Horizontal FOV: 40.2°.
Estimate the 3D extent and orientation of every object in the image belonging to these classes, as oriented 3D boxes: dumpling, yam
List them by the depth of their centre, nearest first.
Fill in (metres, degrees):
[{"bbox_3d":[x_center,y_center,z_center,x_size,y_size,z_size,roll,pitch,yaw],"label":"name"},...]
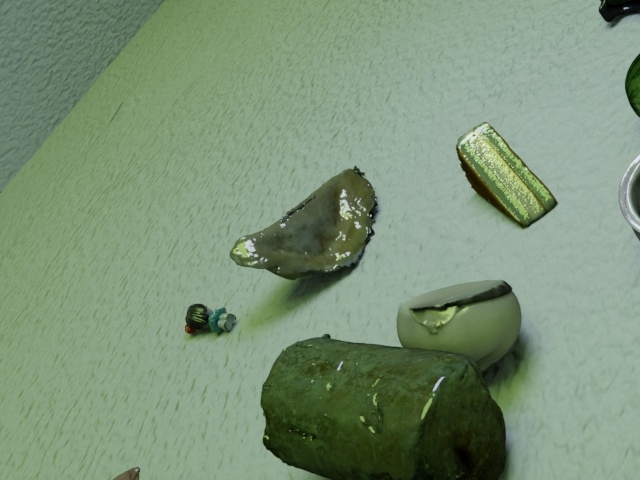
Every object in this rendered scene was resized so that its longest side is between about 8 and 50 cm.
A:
[{"bbox_3d":[0.085,0.227,1.119,0.300,0.195,0.195,3,48,45],"label":"yam"},{"bbox_3d":[-0.003,-0.001,1.589,0.332,0.166,0.086,-36,-14,-31],"label":"dumpling"}]

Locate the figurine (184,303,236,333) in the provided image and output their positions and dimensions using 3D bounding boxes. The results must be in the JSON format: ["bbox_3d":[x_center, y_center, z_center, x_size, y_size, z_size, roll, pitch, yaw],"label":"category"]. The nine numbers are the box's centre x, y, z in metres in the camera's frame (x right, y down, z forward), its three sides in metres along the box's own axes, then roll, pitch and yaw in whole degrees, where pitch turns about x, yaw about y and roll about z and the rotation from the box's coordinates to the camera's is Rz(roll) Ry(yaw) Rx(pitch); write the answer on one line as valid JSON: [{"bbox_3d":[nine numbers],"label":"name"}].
[{"bbox_3d":[-0.207,0.150,1.620,0.106,0.047,0.060,5,85,36],"label":"figurine"}]

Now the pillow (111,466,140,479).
[{"bbox_3d":[-0.372,0.469,1.308,0.236,0.084,0.223,-26,31,8],"label":"pillow"}]

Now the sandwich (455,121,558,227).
[{"bbox_3d":[0.299,-0.109,1.431,0.079,0.113,0.163,-35,33,-1],"label":"sandwich"}]

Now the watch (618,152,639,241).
[{"bbox_3d":[0.494,-0.079,1.160,0.217,0.211,0.248,-45,41,0],"label":"watch"}]

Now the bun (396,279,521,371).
[{"bbox_3d":[0.195,0.126,1.208,0.173,0.119,0.173,-13,4,1],"label":"bun"}]

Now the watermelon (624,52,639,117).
[{"bbox_3d":[0.570,-0.251,1.351,0.187,0.140,0.140,-17,36,21],"label":"watermelon"}]

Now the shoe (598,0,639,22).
[{"bbox_3d":[0.624,-0.479,1.652,0.227,0.099,0.112,-8,48,42],"label":"shoe"}]
